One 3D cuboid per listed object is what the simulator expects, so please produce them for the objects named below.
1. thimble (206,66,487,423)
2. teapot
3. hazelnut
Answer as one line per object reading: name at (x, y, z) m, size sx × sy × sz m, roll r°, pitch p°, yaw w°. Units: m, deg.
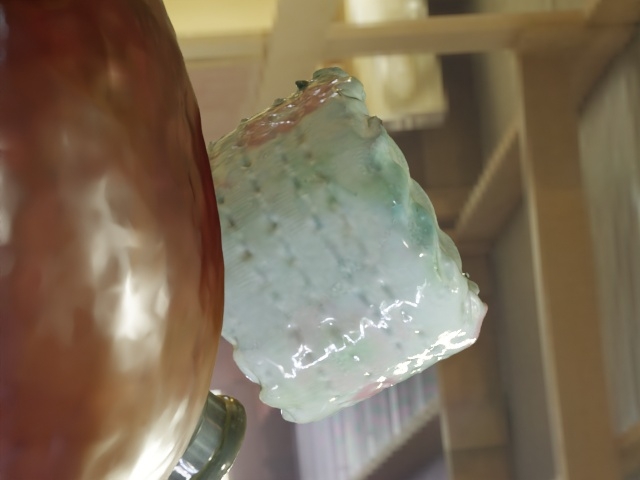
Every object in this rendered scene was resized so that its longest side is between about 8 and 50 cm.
thimble at (0.000, 0.000, 1.085) m, size 0.211 × 0.149 × 0.185 m, roll 64°, pitch 8°, yaw 30°
teapot at (-0.125, 0.113, 1.233) m, size 0.119 × 0.130 × 0.166 m, roll 41°, pitch 17°, yaw -27°
hazelnut at (-0.218, -0.023, 0.883) m, size 0.421 × 0.352 × 0.421 m, roll -42°, pitch -143°, yaw 43°
